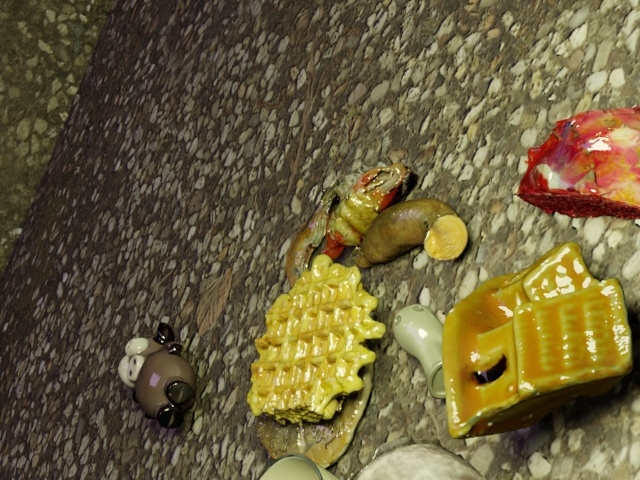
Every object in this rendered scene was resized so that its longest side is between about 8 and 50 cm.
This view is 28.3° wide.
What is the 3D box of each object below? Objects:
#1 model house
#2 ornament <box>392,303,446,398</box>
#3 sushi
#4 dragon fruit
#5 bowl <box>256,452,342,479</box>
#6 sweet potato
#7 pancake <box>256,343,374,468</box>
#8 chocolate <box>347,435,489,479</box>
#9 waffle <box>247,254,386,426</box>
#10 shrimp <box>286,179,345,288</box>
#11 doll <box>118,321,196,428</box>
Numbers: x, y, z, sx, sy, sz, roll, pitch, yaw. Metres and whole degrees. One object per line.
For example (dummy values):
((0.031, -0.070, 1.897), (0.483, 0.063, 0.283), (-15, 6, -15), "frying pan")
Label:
((0.286, 0.111, 1.612), (0.239, 0.173, 0.268), (-35, 45, 43), "model house")
((0.162, 0.157, 1.882), (0.156, 0.081, 0.075), (-118, 20, -52), "ornament")
((0.065, -0.059, 2.146), (0.226, 0.097, 0.103), (-51, 30, 21), "sushi")
((0.355, -0.121, 1.707), (0.274, 0.126, 0.161), (7, 76, 58), "dragon fruit")
((-0.018, 0.450, 1.905), (0.237, 0.126, 0.238), (-36, 42, 40), "bowl")
((0.133, -0.007, 2.019), (0.285, 0.085, 0.112), (-16, 61, 53), "sweet potato")
((-0.009, 0.254, 2.098), (0.282, 0.049, 0.283), (-33, 44, 39), "pancake")
((0.154, 0.408, 1.533), (0.213, 0.303, 0.303), (19, 86, 44), "chocolate")
((-0.013, 0.178, 2.058), (0.307, 0.060, 0.312), (-59, 30, 10), "waffle")
((0.000, 0.000, 2.258), (0.219, 0.046, 0.152), (-63, 30, 15), "shrimp")
((-0.320, 0.275, 2.507), (0.257, 0.117, 0.182), (42, 111, 56), "doll")
